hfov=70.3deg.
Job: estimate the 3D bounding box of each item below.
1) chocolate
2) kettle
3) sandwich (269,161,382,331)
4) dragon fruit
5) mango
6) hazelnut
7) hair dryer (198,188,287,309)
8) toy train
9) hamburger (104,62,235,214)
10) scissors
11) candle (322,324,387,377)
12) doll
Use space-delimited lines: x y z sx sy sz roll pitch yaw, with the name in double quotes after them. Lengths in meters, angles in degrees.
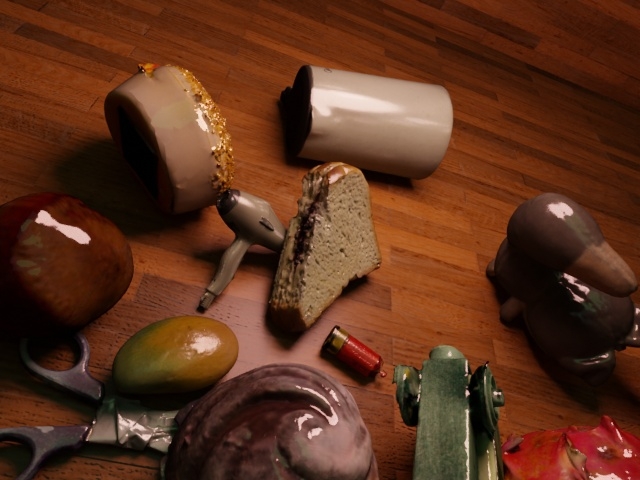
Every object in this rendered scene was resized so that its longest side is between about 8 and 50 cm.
-0.046 0.294 0.601 0.303 0.213 0.303 18 46 -20 "chocolate"
0.099 -0.330 1.209 0.376 0.250 0.361 4 31 -18 "kettle"
-0.004 0.000 0.878 0.099 0.254 0.288 8 33 41 "sandwich"
0.503 0.453 0.731 0.386 0.249 0.371 43 43 10 "dragon fruit"
-0.222 0.179 0.706 0.194 0.092 0.130 -17 54 -41 "mango"
-0.404 0.036 0.681 0.229 0.229 0.230 13 49 -15 "hazelnut"
-0.118 0.029 0.886 0.218 0.088 0.225 12 88 -42 "hair dryer"
0.188 0.351 0.631 0.160 0.253 0.397 -8 34 22 "toy train"
-0.276 -0.193 0.875 0.179 0.276 0.294 -32 75 -28 "hamburger"
-0.277 0.269 0.655 0.383 0.029 0.256 20 42 -13 "scissors"
0.069 0.214 0.847 0.130 0.052 0.052 34 47 3 "candle"
0.512 0.114 0.950 0.382 0.252 0.378 49 10 27 "doll"
